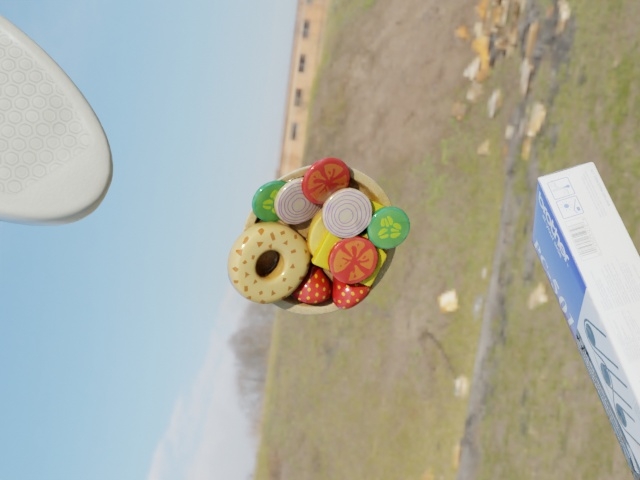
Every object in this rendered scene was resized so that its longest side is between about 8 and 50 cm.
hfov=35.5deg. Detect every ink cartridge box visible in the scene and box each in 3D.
[{"bbox_3d":[0.207,0.057,0.705,0.097,0.046,0.207,74,180,-59],"label":"ink cartridge box"}]

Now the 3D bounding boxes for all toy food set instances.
[{"bbox_3d":[0.000,0.000,0.493,0.083,0.083,0.020,-63,22,13],"label":"toy food set"}]

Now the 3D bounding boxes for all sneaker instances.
[{"bbox_3d":[-0.246,-0.066,0.529,0.147,0.295,0.105,113,180,-61],"label":"sneaker"}]
